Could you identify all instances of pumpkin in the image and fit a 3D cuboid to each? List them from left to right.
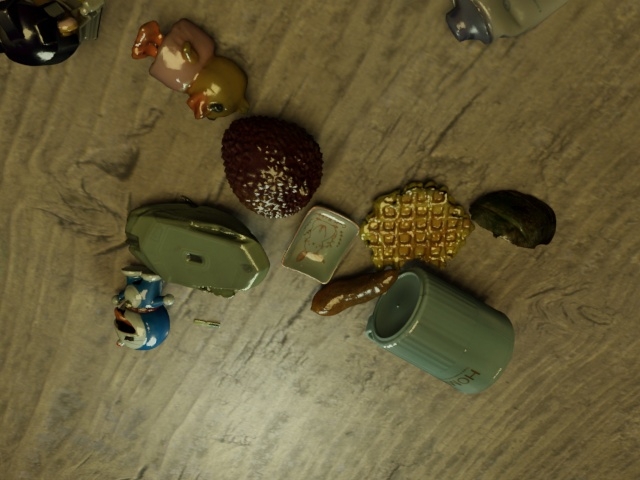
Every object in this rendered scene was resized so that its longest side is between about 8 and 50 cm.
[{"bbox_3d":[0.538,-0.044,1.388,0.279,0.163,0.111,23,117,-11],"label":"pumpkin"}]

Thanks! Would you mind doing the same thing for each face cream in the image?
[{"bbox_3d":[0.457,-0.586,1.141,0.420,0.137,0.234,-36,110,10],"label":"face cream"}]

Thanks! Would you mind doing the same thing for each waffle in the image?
[{"bbox_3d":[0.263,-0.025,1.467,0.301,0.058,0.281,-23,115,15],"label":"waffle"}]

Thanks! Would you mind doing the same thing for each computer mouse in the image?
[{"bbox_3d":[-0.327,0.012,1.458,0.429,0.145,0.228,12,126,13],"label":"computer mouse"}]

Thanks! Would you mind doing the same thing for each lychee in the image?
[{"bbox_3d":[-0.131,-0.192,1.301,0.272,0.271,0.271,1,118,1],"label":"lychee"}]

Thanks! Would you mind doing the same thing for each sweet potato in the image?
[{"bbox_3d":[0.100,0.143,1.534,0.292,0.097,0.097,-25,115,22],"label":"sweet potato"}]

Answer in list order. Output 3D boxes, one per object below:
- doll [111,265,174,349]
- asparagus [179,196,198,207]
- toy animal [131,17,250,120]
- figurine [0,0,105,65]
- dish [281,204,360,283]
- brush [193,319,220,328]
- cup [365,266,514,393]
[{"bbox_3d":[-0.521,0.200,1.555,0.215,0.161,0.256,12,109,27],"label":"doll"},{"bbox_3d":[-0.320,-0.079,1.481,0.163,0.016,0.016,33,140,-14],"label":"asparagus"},{"bbox_3d":[-0.285,-0.391,1.239,0.281,0.195,0.169,44,71,-15],"label":"toy animal"},{"bbox_3d":[-0.586,-0.457,1.141,0.309,0.308,0.143,-34,117,18],"label":"figurine"},{"bbox_3d":[0.000,0.000,1.477,0.151,0.077,0.212,24,116,-13],"label":"dish"},{"bbox_3d":[-0.356,0.263,1.664,0.084,0.013,0.016,11,120,-2],"label":"brush"},{"bbox_3d":[0.318,0.239,1.508,0.311,0.331,0.256,30,86,-19],"label":"cup"}]
